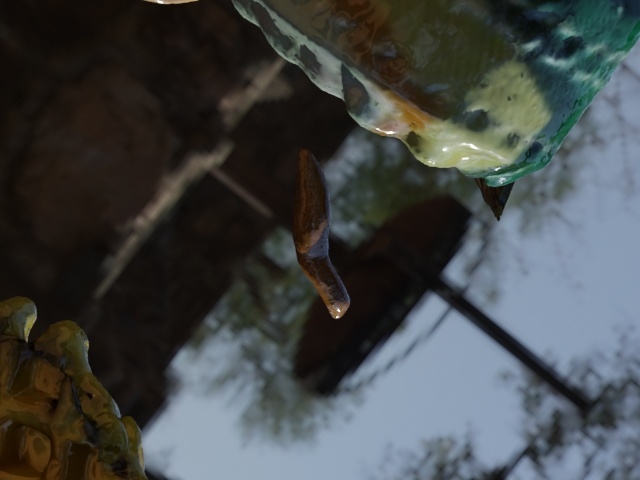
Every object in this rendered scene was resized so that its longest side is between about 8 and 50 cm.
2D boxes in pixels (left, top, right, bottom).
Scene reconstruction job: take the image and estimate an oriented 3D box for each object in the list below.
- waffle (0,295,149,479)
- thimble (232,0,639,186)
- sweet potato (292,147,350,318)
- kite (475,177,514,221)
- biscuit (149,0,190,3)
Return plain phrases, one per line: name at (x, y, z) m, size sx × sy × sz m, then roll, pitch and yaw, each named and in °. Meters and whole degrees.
waffle at (-0.269, 0.258, 1.536) m, size 0.379 × 0.382 × 0.095 m, roll -30°, pitch 166°, yaw 21°
thimble at (0.061, -0.176, 1.254) m, size 0.167 × 0.288 × 0.254 m, roll -52°, pitch 159°, yaw 17°
sweet potato at (-0.005, 0.000, 1.788) m, size 0.044 × 0.179 × 0.044 m, roll -8°, pitch -153°, yaw 4°
kite at (0.211, -0.205, 2.418) m, size 0.406 × 0.014 × 0.368 m, roll 163°, pitch -72°, yaw -65°
biscuit at (-0.148, -0.356, 1.929) m, size 0.204 × 0.040 × 0.309 m, roll -9°, pitch 141°, yaw -37°
